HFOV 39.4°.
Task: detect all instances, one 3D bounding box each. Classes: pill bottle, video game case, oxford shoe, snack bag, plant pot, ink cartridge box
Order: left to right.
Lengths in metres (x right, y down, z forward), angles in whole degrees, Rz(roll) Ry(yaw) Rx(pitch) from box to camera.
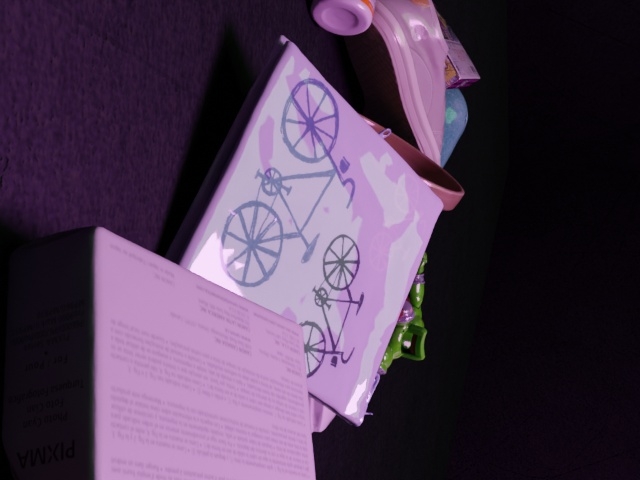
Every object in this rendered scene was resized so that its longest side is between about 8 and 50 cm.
[{"bbox_3d":[-0.105,0.216,0.687,0.308,0.091,0.385,35,45,-56],"label":"ink cartridge box"},{"bbox_3d":[0.000,0.000,1.002,0.342,0.037,0.323,39,66,-39],"label":"snack bag"},{"bbox_3d":[0.042,-0.366,1.223,0.086,0.086,0.152,59,40,-63],"label":"pill bottle"},{"bbox_3d":[0.078,-0.089,1.276,0.110,0.237,0.237,-58,168,16],"label":"plant pot"},{"bbox_3d":[0.145,-0.231,1.435,0.130,0.169,0.449,-43,147,-16],"label":"oxford shoe"},{"bbox_3d":[0.207,-0.374,1.636,0.210,0.042,0.232,58,21,0],"label":"video game case"}]

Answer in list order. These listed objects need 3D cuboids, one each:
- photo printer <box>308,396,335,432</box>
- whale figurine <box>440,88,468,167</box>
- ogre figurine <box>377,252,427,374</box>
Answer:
[{"bbox_3d":[0.006,0.099,1.238,0.307,0.107,0.256,-32,126,-69],"label":"photo printer"},{"bbox_3d":[0.206,-0.184,1.707,0.216,0.141,0.272,16,78,-73],"label":"whale figurine"},{"bbox_3d":[0.089,0.099,1.162,0.197,0.097,0.118,-60,143,-65],"label":"ogre figurine"}]
